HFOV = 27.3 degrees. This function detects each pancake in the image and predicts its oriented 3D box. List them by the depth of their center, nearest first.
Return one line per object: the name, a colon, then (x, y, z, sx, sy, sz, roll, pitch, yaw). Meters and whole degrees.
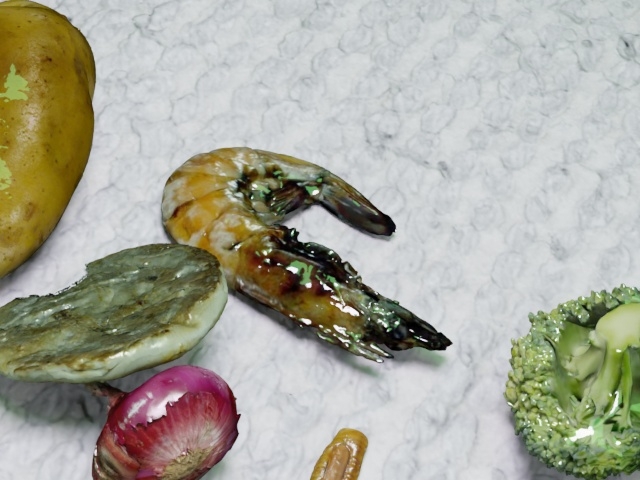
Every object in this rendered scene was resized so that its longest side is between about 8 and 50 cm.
pancake: (-0.201, 0.070, 1.244, 0.253, 0.037, 0.253, -10, 24, 5)

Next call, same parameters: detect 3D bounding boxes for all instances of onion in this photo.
onion: (-0.157, 0.158, 1.183, 0.150, 0.150, 0.140, -27, 56, -32)

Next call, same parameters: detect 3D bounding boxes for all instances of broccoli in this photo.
broccoli: (0.291, 0.136, 1.295, 0.226, 0.176, 0.198, -41, 62, 1)

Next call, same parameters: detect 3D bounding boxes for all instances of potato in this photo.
potato: (-0.342, -0.112, 1.361, 0.195, 0.176, 0.369, 26, 46, -30)

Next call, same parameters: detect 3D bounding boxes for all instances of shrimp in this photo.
shrimp: (0.000, 0.000, 1.414, 0.365, 0.071, 0.233, 28, 44, 17)

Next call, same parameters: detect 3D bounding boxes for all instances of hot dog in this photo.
hot dog: (0.010, 0.230, 1.241, 0.044, 0.028, 0.137, 18, 49, 10)
